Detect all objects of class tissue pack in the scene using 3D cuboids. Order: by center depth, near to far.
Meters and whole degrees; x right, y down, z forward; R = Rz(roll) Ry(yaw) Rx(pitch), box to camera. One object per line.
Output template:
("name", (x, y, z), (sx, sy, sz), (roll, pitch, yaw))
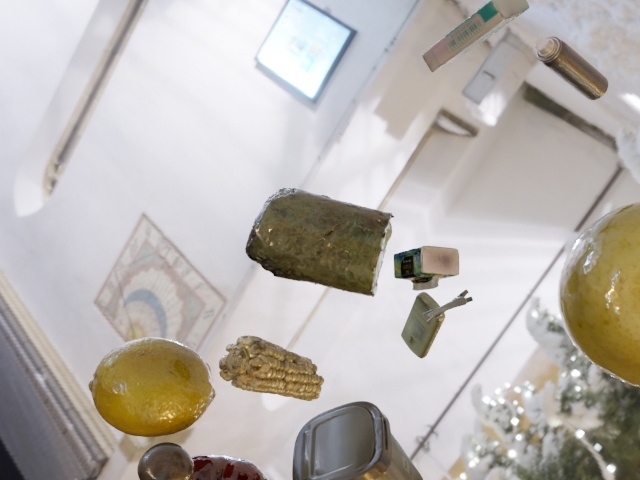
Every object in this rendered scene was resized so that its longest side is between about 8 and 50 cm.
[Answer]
("tissue pack", (0.202, 0.056, 1.360), (0.085, 0.079, 0.111), (5, 170, -23))

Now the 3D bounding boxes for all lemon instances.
("lemon", (-0.386, 0.336, 1.627), (0.263, 0.235, 0.236), (-21, -142, -16))

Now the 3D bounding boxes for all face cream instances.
("face cream", (0.644, -0.446, 1.822), (0.284, 0.073, 0.073), (19, -161, -40))

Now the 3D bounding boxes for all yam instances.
("yam", (0.000, 0.000, 1.510), (0.300, 0.195, 0.195), (12, -165, 0))

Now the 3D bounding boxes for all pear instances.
("pear", (0.596, 0.094, 1.238), (0.348, 0.348, 0.348), (29, -165, -9))

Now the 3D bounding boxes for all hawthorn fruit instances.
("hawthorn fruit", (-0.240, 0.624, 1.611), (0.295, 0.295, 0.311), (28, 160, -12))

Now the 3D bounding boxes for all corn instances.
("corn", (-0.068, 0.204, 1.122), (0.211, 0.087, 0.087), (24, -165, -49))

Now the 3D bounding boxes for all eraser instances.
("eraser", (0.310, -0.424, 1.435), (0.096, 0.225, 0.052), (-34, -87, -32))

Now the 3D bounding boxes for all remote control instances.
("remote control", (0.278, 0.233, 1.936), (0.038, 0.233, 0.098), (-26, -119, -25))

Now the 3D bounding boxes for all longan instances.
("longan", (-0.302, 0.446, 1.381), (0.114, 0.092, 0.113), (4, -169, -1))

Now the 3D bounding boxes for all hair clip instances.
("hair clip", (0.280, 0.149, 1.567), (0.030, 0.115, 0.039), (61, -160, 10))

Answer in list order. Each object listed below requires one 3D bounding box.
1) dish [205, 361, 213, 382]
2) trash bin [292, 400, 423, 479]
("dish", (-0.368, 0.408, 1.836), (0.213, 0.213, 0.090), (-123, 11, -59))
("trash bin", (0.097, 0.525, 1.581), (0.250, 0.219, 0.219), (53, -158, -25))
